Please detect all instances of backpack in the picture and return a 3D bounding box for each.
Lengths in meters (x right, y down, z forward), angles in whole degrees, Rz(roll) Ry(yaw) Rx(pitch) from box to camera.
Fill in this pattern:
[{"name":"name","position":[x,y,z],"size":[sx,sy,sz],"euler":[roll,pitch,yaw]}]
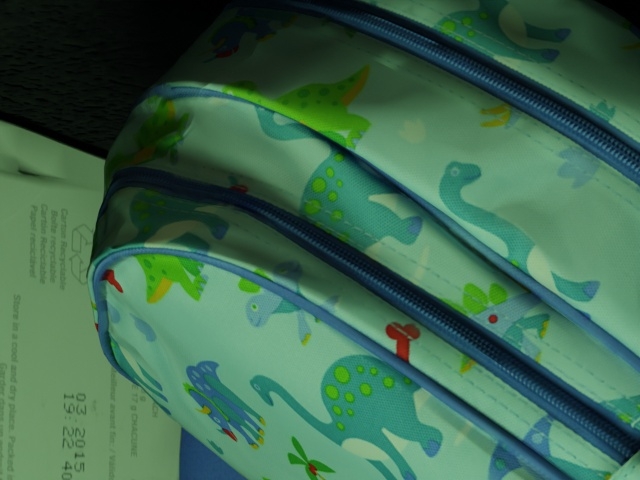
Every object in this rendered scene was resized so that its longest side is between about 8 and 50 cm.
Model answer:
[{"name":"backpack","position":[0.085,0.034,0.670],"size":[0.273,0.355,0.290],"euler":[-36,169,-12]}]

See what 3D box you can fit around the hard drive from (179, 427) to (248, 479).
[{"name":"hard drive","position":[0.007,0.090,1.090],"size":[0.318,0.210,0.040],"euler":[0,165,5]}]

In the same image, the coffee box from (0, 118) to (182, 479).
[{"name":"coffee box","position":[-0.306,0.114,0.942],"size":[0.334,0.338,0.338],"euler":[-9,164,34]}]
